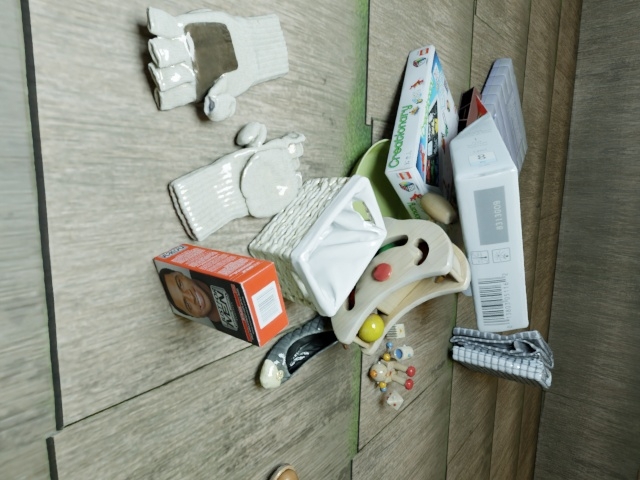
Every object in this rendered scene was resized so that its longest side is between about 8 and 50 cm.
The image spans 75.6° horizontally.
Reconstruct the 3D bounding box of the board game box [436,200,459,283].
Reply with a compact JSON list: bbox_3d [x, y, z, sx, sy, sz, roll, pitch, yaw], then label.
[{"bbox_3d":[0.260,0.001,0.937,0.146,0.045,0.194,26,75,-50],"label":"board game box"}]

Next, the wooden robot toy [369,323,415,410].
[{"bbox_3d":[0.135,0.252,0.811,0.079,0.076,0.173,7,91,-41],"label":"wooden robot toy"}]

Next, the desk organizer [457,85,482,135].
[{"bbox_3d":[0.348,-0.298,0.994,0.050,0.047,0.130,19,81,-49],"label":"desk organizer"}]

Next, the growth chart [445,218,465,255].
[{"bbox_3d":[0.346,0.008,0.951,0.237,0.021,0.172,-24,105,-40],"label":"growth chart"}]

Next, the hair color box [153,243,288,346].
[{"bbox_3d":[-0.103,0.050,0.415,0.043,0.141,0.072,-34,122,-43],"label":"hair color box"}]

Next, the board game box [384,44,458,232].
[{"bbox_3d":[0.203,-0.188,0.781,0.193,0.053,0.305,47,49,-44],"label":"board game box"}]

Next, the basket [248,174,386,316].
[{"bbox_3d":[0.000,0.000,0.566,0.167,0.103,0.113,-52,133,-31],"label":"basket"}]

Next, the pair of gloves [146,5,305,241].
[{"bbox_3d":[-0.091,-0.136,0.478,0.204,0.042,0.240,-29,119,-46],"label":"pair of gloves"}]

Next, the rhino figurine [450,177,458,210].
[{"bbox_3d":[0.311,-0.135,0.915,0.106,0.073,0.243,52,38,-37],"label":"rhino figurine"}]

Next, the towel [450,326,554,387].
[{"bbox_3d":[0.515,0.320,1.165,0.283,0.235,0.121,35,65,-49],"label":"towel"}]

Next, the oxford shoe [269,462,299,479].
[{"bbox_3d":[-0.041,0.439,0.617,0.076,0.076,0.212,-12,104,-48],"label":"oxford shoe"}]

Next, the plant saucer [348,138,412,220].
[{"bbox_3d":[0.107,-0.058,0.742,0.241,0.037,0.241,-11,104,-51],"label":"plant saucer"}]

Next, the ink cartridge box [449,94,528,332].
[{"bbox_3d":[0.303,-0.072,0.788,0.385,0.091,0.308,-73,148,-55],"label":"ink cartridge box"}]

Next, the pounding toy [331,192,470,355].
[{"bbox_3d":[0.144,0.061,0.632,0.269,0.154,0.155,-52,131,1],"label":"pounding toy"}]

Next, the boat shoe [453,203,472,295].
[{"bbox_3d":[0.399,0.008,1.081,0.088,0.096,0.268,-17,101,-44],"label":"boat shoe"}]

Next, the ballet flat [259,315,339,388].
[{"bbox_3d":[-0.022,0.158,0.608,0.173,0.049,0.057,-30,121,-45],"label":"ballet flat"}]

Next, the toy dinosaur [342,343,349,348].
[{"bbox_3d":[0.052,0.133,0.723,0.090,0.047,0.082,118,-8,-52],"label":"toy dinosaur"}]

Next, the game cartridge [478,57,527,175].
[{"bbox_3d":[0.541,-0.321,1.224,0.355,0.068,0.230,50,55,-43],"label":"game cartridge"}]
